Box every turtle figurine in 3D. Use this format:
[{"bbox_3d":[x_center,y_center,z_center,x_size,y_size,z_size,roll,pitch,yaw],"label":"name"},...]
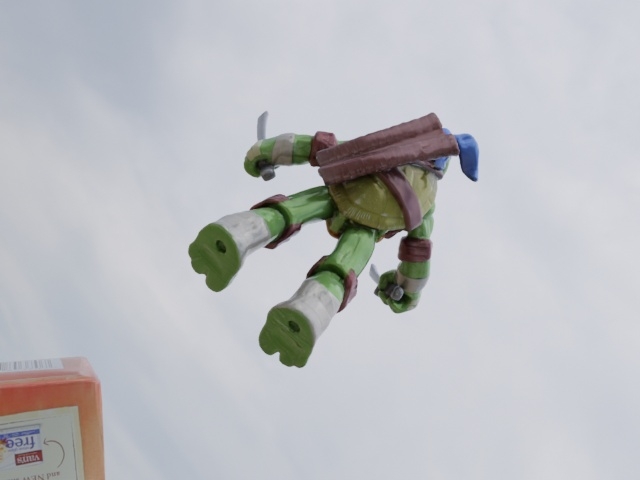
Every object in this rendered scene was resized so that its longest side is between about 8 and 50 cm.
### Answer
[{"bbox_3d":[0.000,0.000,0.912,0.275,0.266,0.197,-1,-63,41],"label":"turtle figurine"}]

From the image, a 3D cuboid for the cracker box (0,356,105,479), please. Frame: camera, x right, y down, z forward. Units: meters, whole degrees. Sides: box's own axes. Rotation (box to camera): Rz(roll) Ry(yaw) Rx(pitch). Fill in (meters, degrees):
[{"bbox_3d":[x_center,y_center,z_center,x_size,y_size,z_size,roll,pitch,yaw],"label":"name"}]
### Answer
[{"bbox_3d":[-0.155,0.164,0.350,0.067,0.156,0.232,180,-91,-73],"label":"cracker box"}]
